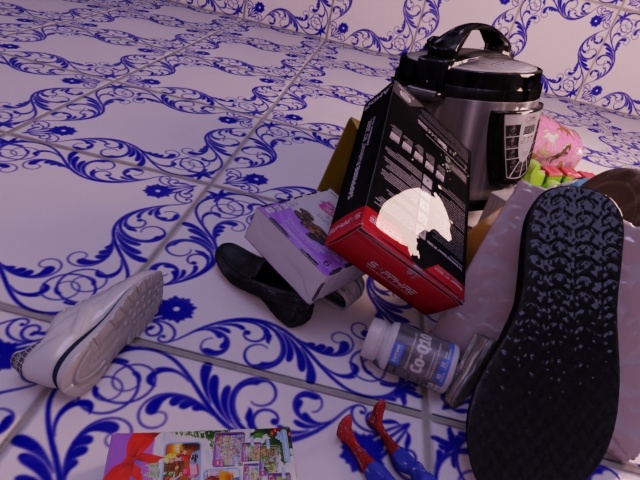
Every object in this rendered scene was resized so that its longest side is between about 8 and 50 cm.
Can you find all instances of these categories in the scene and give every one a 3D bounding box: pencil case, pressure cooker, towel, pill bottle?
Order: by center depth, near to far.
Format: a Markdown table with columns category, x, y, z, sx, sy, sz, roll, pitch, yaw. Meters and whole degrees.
| category | x | y | z | sx | sy | sz | roll | pitch | yaw |
| --- | --- | --- | --- | --- | --- | --- | --- | --- | --- |
| pill bottle | 0.135 | 0.173 | 0.732 | 0.137 | 0.078 | 0.078 | 20 | 33 | 10 |
| towel | 0.385 | 0.108 | 0.736 | 0.331 | 0.317 | 0.053 | 30 | 6 | 25 |
| pressure cooker | 0.349 | -0.324 | 1.213 | 0.374 | 0.421 | 0.370 | 4 | 27 | -2 |
| pencil case | 0.653 | -0.313 | 1.496 | 0.385 | 0.167 | 0.160 | 10 | 60 | -28 |

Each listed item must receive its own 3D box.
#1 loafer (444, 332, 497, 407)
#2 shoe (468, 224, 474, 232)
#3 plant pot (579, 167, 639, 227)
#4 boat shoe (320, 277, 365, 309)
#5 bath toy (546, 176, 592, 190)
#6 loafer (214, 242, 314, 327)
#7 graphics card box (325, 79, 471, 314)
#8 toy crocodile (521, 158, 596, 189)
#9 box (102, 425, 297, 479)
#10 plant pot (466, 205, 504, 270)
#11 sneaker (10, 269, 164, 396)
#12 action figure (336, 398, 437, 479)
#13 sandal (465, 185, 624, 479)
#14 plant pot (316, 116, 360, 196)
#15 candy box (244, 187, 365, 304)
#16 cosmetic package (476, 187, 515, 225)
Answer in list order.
| category | x | y | z | sx | sy | sz | roll | pitch | yaw |
| --- | --- | --- | --- | --- | --- | --- | --- | --- | --- |
| loafer | 0.224 | 0.197 | 0.732 | 0.039 | 0.045 | 0.125 | 26 | 66 | 40 |
| shoe | 0.303 | -0.034 | 1.121 | 0.219 | 0.058 | 0.076 | 32 | 37 | 26 |
| plant pot | 0.595 | 0.016 | 0.849 | 0.280 | 0.323 | 0.323 | 25 | 30 | -16 |
| boat shoe | -0.029 | 0.046 | 0.856 | 0.226 | 0.083 | 0.076 | 25 | 33 | 15 |
| bath toy | 0.644 | -0.079 | 1.180 | 0.128 | 0.152 | 0.348 | -3 | 4 | 15 |
| loafer | -0.097 | 0.059 | 0.817 | 0.223 | 0.078 | 0.076 | 34 | 38 | 28 |
| graphics card box | 0.155 | -0.085 | 0.834 | 0.232 | 0.094 | 0.371 | 34 | 50 | -23 |
| toy crocodile | 0.762 | -0.178 | 1.464 | 0.340 | 0.105 | 0.115 | 7 | 33 | -10 |
| box | -0.112 | 0.319 | 0.441 | 0.200 | 0.057 | 0.293 | 5 | 34 | -15 |
| plant pot | 0.357 | 0.065 | 0.888 | 0.205 | 0.205 | 0.188 | -18 | 59 | -39 |
| sneaker | -0.309 | 0.107 | 0.668 | 0.094 | 0.090 | 0.235 | 12 | 30 | 14 |
| action figure | 0.132 | 0.283 | 0.520 | 0.091 | 0.139 | 0.280 | -12 | 43 | -32 |
| sandal | 0.325 | 0.140 | 0.669 | 0.167 | 0.107 | 0.446 | 18 | 73 | 17 |
| plant pot | 0.128 | -0.117 | 1.066 | 0.187 | 0.212 | 0.212 | 14 | 31 | -21 |
| candy box | 0.000 | 0.000 | 0.808 | 0.165 | 0.070 | 0.196 | 44 | 36 | 20 |
| cosmetic package | 0.482 | -0.008 | 1.087 | 0.107 | 0.127 | 0.238 | -13 | 43 | -36 |
